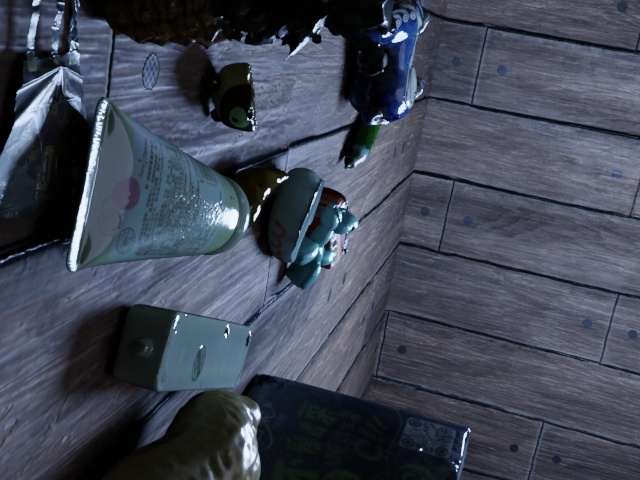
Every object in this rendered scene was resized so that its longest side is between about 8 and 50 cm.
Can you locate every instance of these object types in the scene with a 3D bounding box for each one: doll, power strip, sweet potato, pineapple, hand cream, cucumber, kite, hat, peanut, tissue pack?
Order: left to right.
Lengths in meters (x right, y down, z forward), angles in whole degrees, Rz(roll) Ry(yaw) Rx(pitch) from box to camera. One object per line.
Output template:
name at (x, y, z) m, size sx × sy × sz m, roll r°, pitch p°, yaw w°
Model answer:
kite at (-0.207, -0.133, 0.657) m, size 0.141 × 0.015 × 0.245 m, roll -50°, pitch 152°, yaw -70°
hand cream at (-0.153, -0.036, 0.832) m, size 0.306 × 0.093 × 0.147 m, roll 16°, pitch 86°, yaw -77°
peanut at (-0.160, 0.277, 0.983) m, size 0.140 × 0.153 × 0.325 m, roll 69°, pitch 24°, yaw -12°
power strip at (-0.162, 0.136, 1.052) m, size 0.385 × 0.062 × 0.091 m, roll 44°, pitch 60°, yaw -77°
hat at (-0.105, -0.169, 1.000) m, size 0.077 × 0.059 × 0.076 m, roll 78°, pitch 11°, yaw -76°
sweet potato at (-0.110, -0.045, 1.101) m, size 0.274 × 0.067 × 0.067 m, roll -46°, pitch 148°, yaw -59°
pineapple at (-0.057, -0.211, 0.708) m, size 0.128 × 0.248 × 0.128 m, roll 12°, pitch 90°, yaw -81°
doll at (0.000, 0.000, 1.547) m, size 0.158 × 0.059 × 0.159 m, roll -37°, pitch 151°, yaw -25°
tissue pack at (0.030, 0.381, 1.414) m, size 0.288 × 0.394 × 0.124 m, roll -57°, pitch 156°, yaw -56°
cucumber at (0.096, -0.227, 1.900) m, size 0.056 × 0.056 × 0.250 m, roll 92°, pitch 15°, yaw -44°

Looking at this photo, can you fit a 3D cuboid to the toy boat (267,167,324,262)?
toy boat at (-0.051, -0.047, 1.396) m, size 0.208 × 0.078 × 0.134 m, roll 103°, pitch 12°, yaw -67°

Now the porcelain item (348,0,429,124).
porcelain item at (0.128, -0.371, 1.705) m, size 0.186 × 0.138 × 0.288 m, roll -34°, pitch 135°, yaw -58°

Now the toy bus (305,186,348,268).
toy bus at (0.007, -0.022, 1.661) m, size 0.077 × 0.079 × 0.174 m, roll -56°, pitch 158°, yaw -35°
